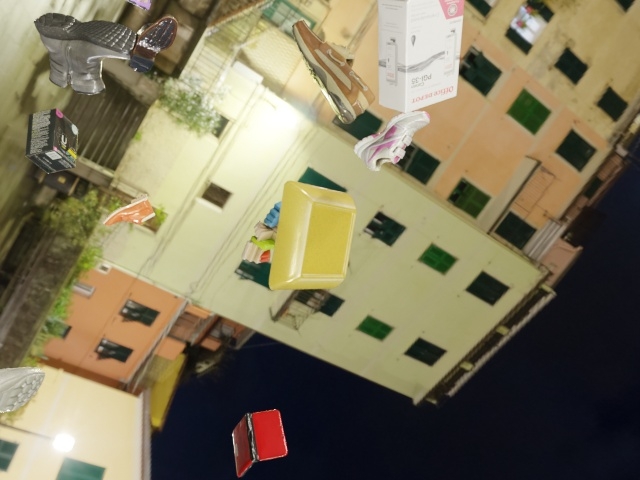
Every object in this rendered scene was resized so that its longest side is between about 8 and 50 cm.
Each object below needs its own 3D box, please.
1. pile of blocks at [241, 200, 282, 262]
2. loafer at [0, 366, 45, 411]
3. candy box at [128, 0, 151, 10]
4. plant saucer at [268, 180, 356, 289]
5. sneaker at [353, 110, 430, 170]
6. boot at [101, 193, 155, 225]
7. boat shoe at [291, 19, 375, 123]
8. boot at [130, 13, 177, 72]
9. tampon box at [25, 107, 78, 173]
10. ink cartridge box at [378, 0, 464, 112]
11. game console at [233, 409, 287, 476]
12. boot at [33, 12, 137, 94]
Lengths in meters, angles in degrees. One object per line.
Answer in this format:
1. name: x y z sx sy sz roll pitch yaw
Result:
1. pile of blocks: -0.177 -0.045 2.118 0.112 0.149 0.362 36 -89 22
2. loafer: -0.763 0.341 1.175 0.112 0.111 0.319 -64 173 -2
3. candy box: -0.562 -0.783 1.465 0.070 0.196 0.165 34 -74 29
4. plant saucer: 0.000 0.000 1.616 0.081 0.332 0.333 13 -85 38
5. sneaker: 0.230 -0.296 1.563 0.252 0.103 0.111 -32 -108 27
6. boot: -0.601 -0.074 1.611 0.158 0.085 0.059 -29 -165 -8
7. boat shoe: 0.037 -0.474 1.410 0.120 0.324 0.122 -31 169 3
8. boot: -0.451 -0.557 1.375 0.219 0.082 0.106 -27 -120 40
9. tampon box: -0.874 -0.324 1.676 0.120 0.101 0.161 67 14 -67
10. ink cartridge box: 0.267 -0.509 1.371 0.117 0.207 0.283 36 -39 45
11. game console: -0.164 0.537 1.363 0.124 0.085 0.144 -54 -149 22
12. boot: -0.687 -0.550 1.571 0.223 0.338 0.118 97 14 -47
